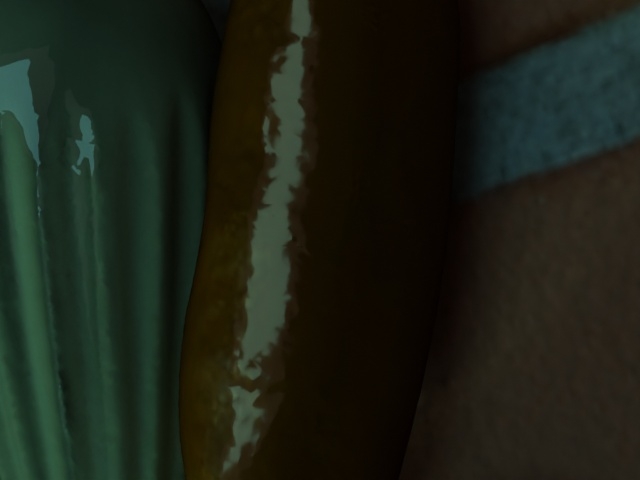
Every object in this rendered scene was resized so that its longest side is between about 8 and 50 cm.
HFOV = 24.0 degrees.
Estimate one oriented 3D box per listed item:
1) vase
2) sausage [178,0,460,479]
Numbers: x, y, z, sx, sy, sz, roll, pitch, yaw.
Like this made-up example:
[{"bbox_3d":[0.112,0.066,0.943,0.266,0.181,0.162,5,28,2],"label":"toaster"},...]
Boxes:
[{"bbox_3d":[-0.093,0.020,0.601,0.128,0.128,0.248,5,103,34],"label":"vase"},{"bbox_3d":[0.000,0.000,0.546,0.098,0.098,0.238,9,95,34],"label":"sausage"}]
